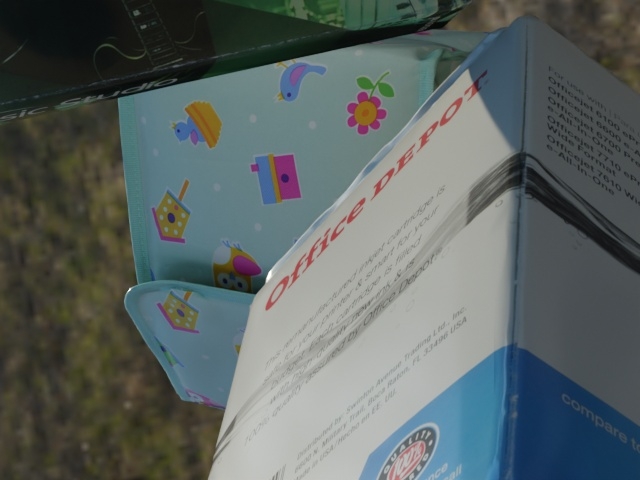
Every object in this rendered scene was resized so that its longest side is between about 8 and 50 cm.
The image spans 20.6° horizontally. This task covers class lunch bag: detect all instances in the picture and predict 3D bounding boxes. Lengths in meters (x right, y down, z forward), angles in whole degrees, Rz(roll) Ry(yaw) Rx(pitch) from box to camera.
[{"bbox_3d":[0.000,0.000,1.097,0.223,0.160,0.262,7,105,27],"label":"lunch bag"}]

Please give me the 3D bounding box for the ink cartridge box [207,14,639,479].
[{"bbox_3d":[0.058,0.083,0.734,0.223,0.129,0.307,-47,19,33],"label":"ink cartridge box"}]

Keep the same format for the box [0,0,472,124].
[{"bbox_3d":[-0.112,-0.180,0.806,0.058,0.322,0.232,148,107,-74],"label":"box"}]
